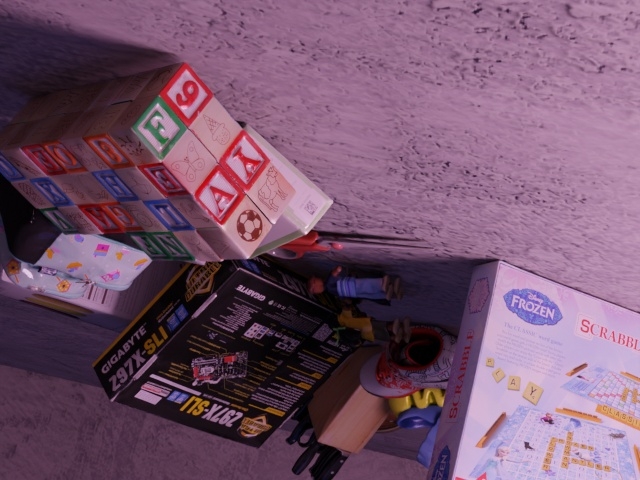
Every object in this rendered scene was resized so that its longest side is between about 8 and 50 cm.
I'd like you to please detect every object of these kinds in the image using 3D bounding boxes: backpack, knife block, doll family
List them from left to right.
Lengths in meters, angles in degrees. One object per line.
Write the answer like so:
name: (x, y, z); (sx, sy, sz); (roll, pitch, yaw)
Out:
backpack: (-0.281, -0.017, 1.583); (0.188, 0.144, 0.166); (14, -147, -39)
knife block: (0.046, 0.311, 2.374); (0.088, 0.242, 0.276); (21, 164, -27)
doll family: (0.050, 0.088, 1.828); (0.111, 0.076, 0.193); (6, 134, 20)

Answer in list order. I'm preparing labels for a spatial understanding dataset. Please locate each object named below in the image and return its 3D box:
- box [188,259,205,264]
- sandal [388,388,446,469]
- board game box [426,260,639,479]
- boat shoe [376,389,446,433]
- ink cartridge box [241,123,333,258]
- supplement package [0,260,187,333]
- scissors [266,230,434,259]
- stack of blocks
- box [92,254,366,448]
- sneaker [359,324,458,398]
box: (-0.296, -0.034, 1.749); (0.324, 0.063, 0.067); (11, 164, 13)
sandal: (0.271, 0.298, 2.244); (0.317, 0.138, 0.126); (-12, 155, 20)
board game box: (0.296, 0.223, 1.650); (0.319, 0.318, 0.066); (21, 165, -21)
boat shoe: (0.144, 0.277, 2.453); (0.307, 0.110, 0.104); (-8, 151, 34)
ink cartridge box: (-0.117, -0.084, 1.418); (0.235, 0.056, 0.171); (43, 158, -11)
supplement package: (-0.320, 0.036, 1.897); (0.244, 0.133, 0.139); (20, 164, -20)
scissors: (0.000, 0.000, 1.678); (0.109, 0.021, 0.297); (28, 162, -37)
stack of blocks: (-0.184, -0.067, 1.350); (0.297, 0.087, 0.171); (-2, 136, 51)
box: (-0.112, 0.148, 1.892); (0.322, 0.257, 0.079); (28, -157, -49)
sneaker: (0.129, 0.183, 2.124); (0.270, 0.090, 0.145); (-6, 155, 45)
